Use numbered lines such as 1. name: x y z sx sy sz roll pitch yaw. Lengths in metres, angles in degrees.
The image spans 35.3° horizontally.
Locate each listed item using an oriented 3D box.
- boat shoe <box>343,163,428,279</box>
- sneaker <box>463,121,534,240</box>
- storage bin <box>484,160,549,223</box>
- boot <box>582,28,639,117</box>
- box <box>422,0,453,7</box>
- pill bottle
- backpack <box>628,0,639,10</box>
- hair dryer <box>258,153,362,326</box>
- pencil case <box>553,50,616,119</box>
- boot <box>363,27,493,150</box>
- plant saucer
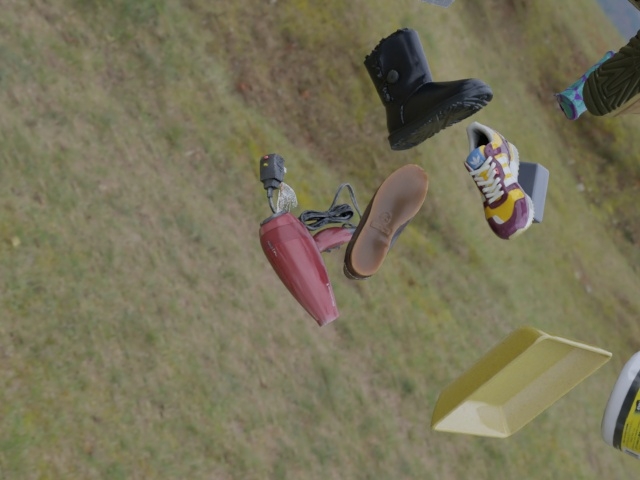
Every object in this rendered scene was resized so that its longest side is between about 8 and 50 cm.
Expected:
1. boat shoe: 0.096 -0.029 1.583 0.073 0.207 0.073 36 -17 -3
2. sneaker: 0.231 -0.080 1.358 0.084 0.069 0.185 33 34 -32
3. storage bin: 0.377 -0.094 1.923 0.098 0.091 0.135 23 73 -51
4. boot: 0.494 -0.218 1.262 0.269 0.236 0.089 -1 73 -34
5. box: 0.177 -0.516 1.723 0.103 0.114 0.203 0 56 -46
6. pill bottle: 0.674 0.334 1.734 0.188 0.334 0.188 -36 138 -41
7. backpack: 0.562 -0.393 1.497 0.253 0.191 0.225 25 7 -18
8. hair dryer: 0.000 0.000 1.620 0.223 0.080 0.294 21 54 -30
9. pencil case: 0.541 -0.310 2.009 0.064 0.151 0.070 53 -7 -23
10. boot: 0.189 -0.305 1.866 0.094 0.246 0.207 -4 74 -42
11. plant saucer: 0.426 0.299 2.195 0.332 0.333 0.081 18 36 -48
